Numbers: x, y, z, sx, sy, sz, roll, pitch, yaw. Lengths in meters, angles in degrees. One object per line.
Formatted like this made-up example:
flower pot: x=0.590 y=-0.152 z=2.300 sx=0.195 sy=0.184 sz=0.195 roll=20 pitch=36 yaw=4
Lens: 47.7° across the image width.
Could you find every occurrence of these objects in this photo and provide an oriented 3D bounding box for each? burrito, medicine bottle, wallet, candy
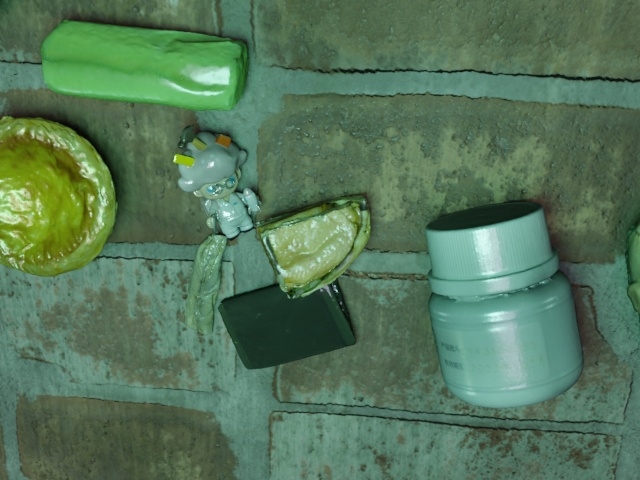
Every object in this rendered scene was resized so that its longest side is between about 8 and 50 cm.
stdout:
burrito: x=-0.223 y=0.084 z=1.403 sx=0.058 sy=0.063 sz=0.230 roll=-5 pitch=122 yaw=-30
medicine bottle: x=0.306 y=0.104 z=1.242 sx=0.245 sy=0.245 sz=0.306 roll=-11 pitch=100 yaw=11
wallet: x=-0.066 y=0.158 z=1.414 sx=0.245 sy=0.052 sz=0.169 roll=-16 pitch=106 yaw=16
candy: x=-0.297 y=-0.296 z=1.229 sx=0.343 sy=0.142 sz=0.132 roll=6 pitch=97 yaw=4

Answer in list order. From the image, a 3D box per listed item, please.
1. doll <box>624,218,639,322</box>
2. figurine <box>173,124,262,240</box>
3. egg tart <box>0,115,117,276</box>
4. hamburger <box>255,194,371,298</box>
doll: x=0.632 y=0.106 z=1.218 sx=0.247 sy=0.247 sz=0.350 roll=-13 pitch=122 yaw=11
figurine: x=-0.185 y=-0.110 z=1.302 sx=0.137 sy=0.112 sz=0.229 roll=-28 pitch=113 yaw=-13
egg tart: x=-0.516 y=-0.085 z=1.338 sx=0.318 sy=0.128 sz=0.319 roll=2 pitch=108 yaw=6
hamburger: x=0.000 y=0.000 z=1.313 sx=0.207 sy=0.135 sz=0.155 roll=-27 pitch=106 yaw=-4
